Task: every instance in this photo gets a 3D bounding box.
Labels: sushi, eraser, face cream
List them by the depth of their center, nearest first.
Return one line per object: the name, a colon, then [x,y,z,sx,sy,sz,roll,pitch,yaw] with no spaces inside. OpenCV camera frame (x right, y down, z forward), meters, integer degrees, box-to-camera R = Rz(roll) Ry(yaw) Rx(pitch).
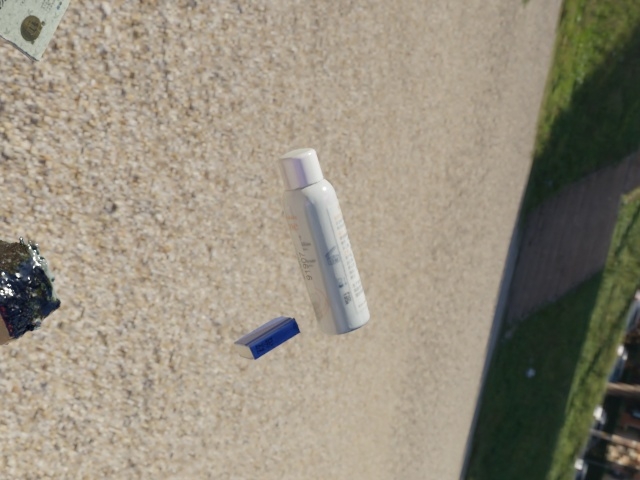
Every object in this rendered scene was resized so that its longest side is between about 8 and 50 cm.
face cream: [0.000,0.000,1.182,0.082,0.082,0.269,-41,117,-61]
sushi: [-0.491,0.064,1.206,0.126,0.225,0.136,-49,139,-44]
eraser: [-0.079,0.144,1.223,0.085,0.063,0.027,-29,100,-26]

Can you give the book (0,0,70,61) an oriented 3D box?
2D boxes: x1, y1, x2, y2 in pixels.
book: [-0.262,-0.242,0.672,0.127,0.014,0.182,-65,155,-7]
